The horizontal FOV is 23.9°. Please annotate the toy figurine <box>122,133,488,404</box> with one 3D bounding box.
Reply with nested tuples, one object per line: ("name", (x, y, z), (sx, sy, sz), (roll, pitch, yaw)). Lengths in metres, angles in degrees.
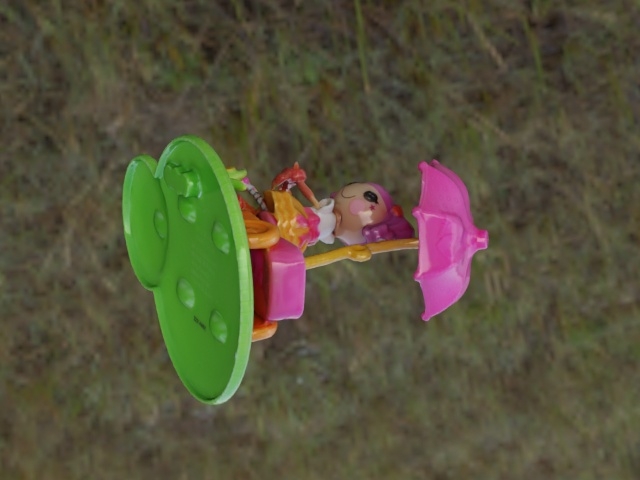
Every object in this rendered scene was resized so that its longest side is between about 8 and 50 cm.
("toy figurine", (0.000, 0.000, 0.772), (0.159, 0.130, 0.173), (-6, -160, -25))
